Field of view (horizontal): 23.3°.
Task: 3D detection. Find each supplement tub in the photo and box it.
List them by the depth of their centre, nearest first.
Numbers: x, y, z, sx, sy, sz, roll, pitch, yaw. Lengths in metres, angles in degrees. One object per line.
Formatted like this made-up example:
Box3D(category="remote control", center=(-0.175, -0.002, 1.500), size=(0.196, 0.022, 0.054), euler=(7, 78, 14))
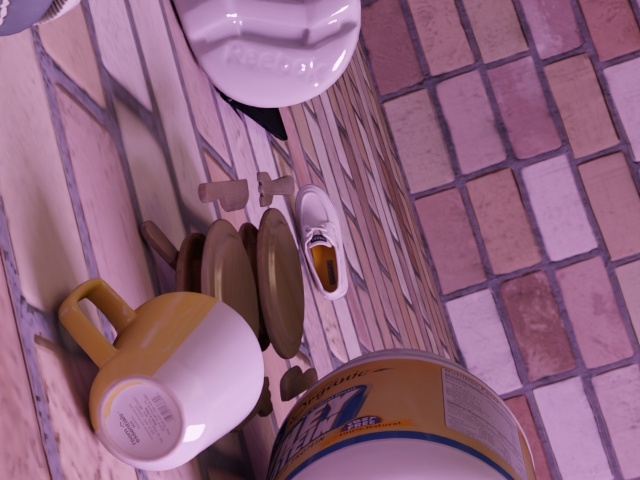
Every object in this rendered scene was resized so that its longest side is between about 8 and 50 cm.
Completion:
Box3D(category="supplement tub", center=(0.041, 0.141, 0.788), size=(0.200, 0.144, 0.144), euler=(-78, 148, -77))

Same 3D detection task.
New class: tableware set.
Box3D(category="tableware set", center=(-0.047, 0.029, 0.841), size=(0.194, 0.039, 0.128), euler=(-13, 97, -77))

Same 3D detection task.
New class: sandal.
Box3D(category="sandal", center=(-0.067, -0.299, 1.055), size=(0.102, 0.169, 0.416), euler=(-108, -167, -76))

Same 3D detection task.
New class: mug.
Box3D(category="mug", center=(-0.067, 0.056, 0.599), size=(0.064, 0.078, 0.062), euler=(-51, 156, -71))

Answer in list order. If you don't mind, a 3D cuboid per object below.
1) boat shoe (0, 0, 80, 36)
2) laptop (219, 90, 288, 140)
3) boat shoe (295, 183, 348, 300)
Box3D(category="boat shoe", center=(-0.156, -0.175, 0.424), size=(0.099, 0.116, 0.319), euler=(-49, 142, -30))
Box3D(category="laptop", center=(-0.031, -0.235, 1.224), size=(0.234, 0.136, 0.264), euler=(22, 50, -80))
Box3D(category="boat shoe", center=(0.000, 0.000, 1.284), size=(0.035, 0.035, 0.100), euler=(44, 35, -80))
